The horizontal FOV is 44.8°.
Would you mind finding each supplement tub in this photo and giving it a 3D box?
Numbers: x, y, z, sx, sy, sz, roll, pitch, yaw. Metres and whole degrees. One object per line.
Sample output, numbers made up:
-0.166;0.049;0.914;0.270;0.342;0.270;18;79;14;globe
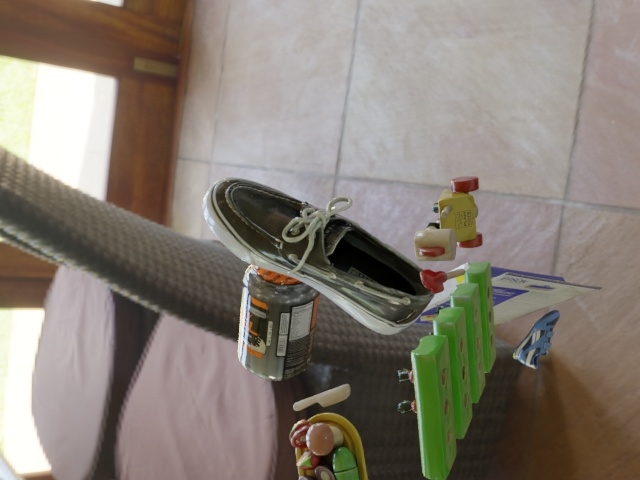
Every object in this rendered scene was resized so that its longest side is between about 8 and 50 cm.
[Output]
-0.062;0.105;1.170;0.117;0.117;0.190;44;136;47;supplement tub

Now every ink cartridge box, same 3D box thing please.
0.362;0.108;1.609;0.307;0.304;0.072;-34;57;44;ink cartridge box

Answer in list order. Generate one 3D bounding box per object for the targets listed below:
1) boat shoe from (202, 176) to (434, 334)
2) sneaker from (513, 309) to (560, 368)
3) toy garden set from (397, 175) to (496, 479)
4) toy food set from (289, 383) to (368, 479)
-0.002;0.003;0.948;0.306;0.113;0.105;36;145;4;boat shoe
0.484;0.215;1.693;0.059;0.053;0.144;42;109;34;sneaker
0.110;0.061;0.706;0.049;0.244;0.203;-1;105;23;toy garden set
-0.001;0.351;1.254;0.128;0.071;0.217;-18;74;28;toy food set
